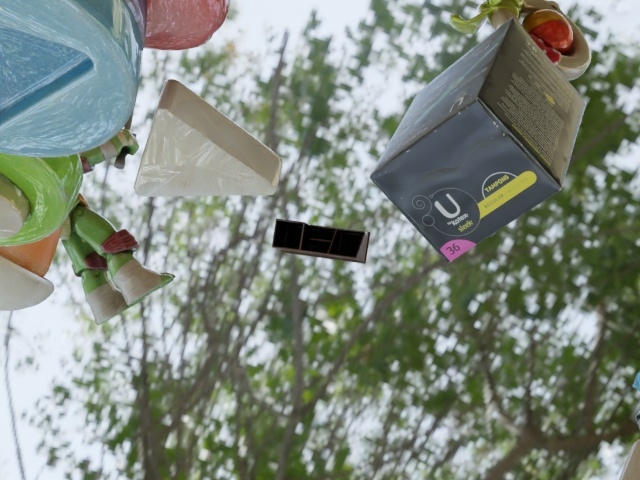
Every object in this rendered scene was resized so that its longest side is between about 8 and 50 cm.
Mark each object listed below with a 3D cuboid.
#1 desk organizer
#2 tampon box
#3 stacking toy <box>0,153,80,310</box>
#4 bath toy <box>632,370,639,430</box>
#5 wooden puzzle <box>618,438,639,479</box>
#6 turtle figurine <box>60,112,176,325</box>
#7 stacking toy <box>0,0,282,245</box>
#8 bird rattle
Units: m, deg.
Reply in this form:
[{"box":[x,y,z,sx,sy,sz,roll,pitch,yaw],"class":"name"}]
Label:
[{"box":[0.000,0.000,1.927,0.130,0.047,0.050,7,175,16],"class":"desk organizer"},{"box":[0.133,-0.083,1.108,0.101,0.120,0.161,46,-145,-11],"class":"tampon box"},{"box":[-0.324,-0.202,1.368,0.350,0.480,0.350,30,174,3],"class":"stacking toy"},{"box":[0.533,0.336,1.978,0.151,0.129,0.348,16,-142,-5],"class":"bath toy"},{"box":[0.379,0.331,1.296,0.239,0.221,0.044,20,172,19],"class":"wooden puzzle"},{"box":[-0.272,-0.050,1.689,0.266,0.198,0.275,59,-164,0],"class":"turtle figurine"},{"box":[-0.187,-0.051,0.671,0.309,0.279,0.130,-6,-127,25],"class":"stacking toy"},{"box":[0.312,-0.298,1.961,0.207,0.143,0.253,-3,-136,-36],"class":"bird rattle"}]
